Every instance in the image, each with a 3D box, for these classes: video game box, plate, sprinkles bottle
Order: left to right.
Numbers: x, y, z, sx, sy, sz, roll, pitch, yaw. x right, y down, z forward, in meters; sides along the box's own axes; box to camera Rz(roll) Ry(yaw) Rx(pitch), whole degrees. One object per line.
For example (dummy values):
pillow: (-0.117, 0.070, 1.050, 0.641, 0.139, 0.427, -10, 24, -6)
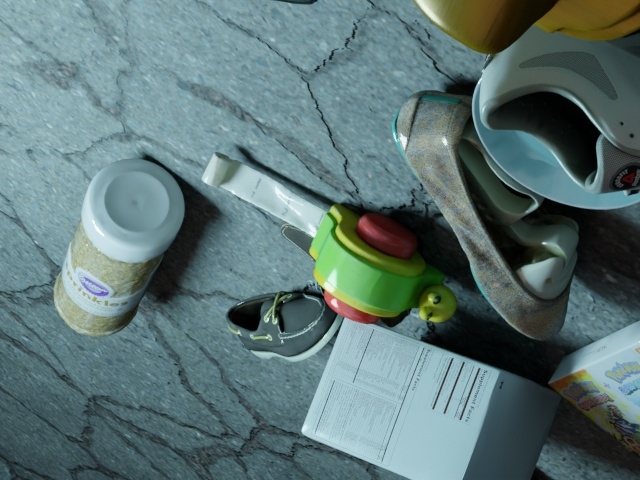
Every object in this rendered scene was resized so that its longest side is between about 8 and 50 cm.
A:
sprinkles bottle: (-0.262, 0.016, 2.321, 0.121, 0.121, 0.355, 36, 155, 0)
plate: (0.226, -0.103, 1.611, 0.188, 0.024, 0.188, 18, 142, 15)
video game box: (0.363, 0.171, 1.910, 0.187, 0.048, 0.205, 41, 154, -5)

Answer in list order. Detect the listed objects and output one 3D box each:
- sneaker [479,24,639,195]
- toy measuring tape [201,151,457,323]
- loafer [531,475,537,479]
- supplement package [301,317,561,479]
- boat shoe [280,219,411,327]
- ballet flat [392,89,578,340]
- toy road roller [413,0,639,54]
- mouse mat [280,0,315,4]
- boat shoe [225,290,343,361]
sneaker: (0.280, -0.075, 1.465, 0.330, 0.146, 0.122, 21, 145, 11)
toy measuring tape: (0.000, 0.000, 1.974, 0.330, 0.121, 0.121, 30, 154, 12)
loafer: (0.249, 0.338, 2.314, 0.061, 0.062, 0.170, 20, 149, 39)
supplement package: (0.128, 0.196, 2.043, 0.203, 0.149, 0.194, 19, 177, 31)
boat shoe: (0.026, 0.031, 2.057, 0.183, 0.066, 0.066, 31, 153, 8)
ballet flat: (0.184, -0.017, 1.750, 0.106, 0.107, 0.316, -6, 134, 43)
toy road roller: (0.109, -0.264, 1.216, 0.329, 0.240, 0.202, 33, 130, 13)
mouse mat: (-0.101, -0.289, 1.743, 0.189, 0.007, 0.152, 13, 146, 41)
boat shoe: (-0.049, 0.101, 2.249, 0.068, 0.081, 0.228, 40, 157, -17)
